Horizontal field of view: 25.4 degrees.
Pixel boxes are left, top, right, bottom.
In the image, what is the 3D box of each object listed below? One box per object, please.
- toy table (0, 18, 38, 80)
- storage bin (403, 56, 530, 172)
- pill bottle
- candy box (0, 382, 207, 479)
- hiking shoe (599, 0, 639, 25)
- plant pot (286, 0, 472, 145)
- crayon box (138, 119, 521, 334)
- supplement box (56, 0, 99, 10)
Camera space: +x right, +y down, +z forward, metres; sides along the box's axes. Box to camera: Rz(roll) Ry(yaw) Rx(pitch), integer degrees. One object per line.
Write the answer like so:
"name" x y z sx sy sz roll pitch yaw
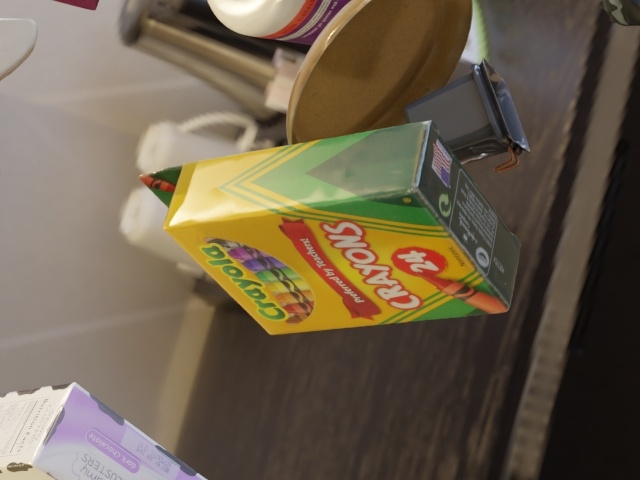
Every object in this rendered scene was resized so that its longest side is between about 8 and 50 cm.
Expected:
"toy table" -0.383 -0.129 1.298 0.274 0.252 0.161 -23 69 59
"storage bin" 0.141 -0.106 1.364 0.091 0.135 0.098 -21 81 15
"pill bottle" 0.025 -0.324 1.729 0.181 0.323 0.182 -2 88 46
"candy box" -0.193 0.185 1.057 0.196 0.165 0.070 -13 44 44
"hiking shoe" 0.309 -0.299 1.228 0.304 0.132 0.113 80 -157 -52
"plant pot" 0.051 -0.163 1.352 0.032 0.236 0.236 42 115 26
"crayon box" 0.000 0.000 1.327 0.318 0.202 0.081 -8 53 32
"supplement box" -0.144 -0.188 0.842 0.055 0.043 0.083 122 156 -49
